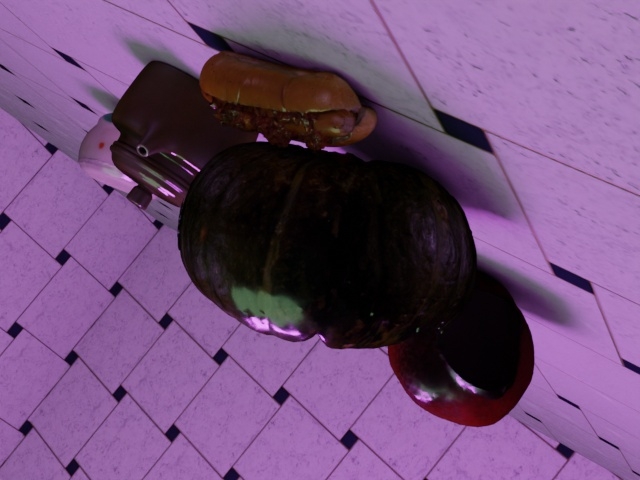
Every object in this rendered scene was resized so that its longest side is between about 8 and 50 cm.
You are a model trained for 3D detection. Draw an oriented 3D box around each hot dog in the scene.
[{"bbox_3d":[-0.045,-0.133,1.034,0.102,0.076,0.249,34,172,-42],"label":"hot dog"}]

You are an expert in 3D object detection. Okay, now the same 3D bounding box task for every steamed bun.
[{"bbox_3d":[-0.359,-0.161,1.940,0.177,0.130,0.228,22,172,-4],"label":"steamed bun"}]

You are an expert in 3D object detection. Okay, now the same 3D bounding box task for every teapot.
[{"bbox_3d":[-0.202,-0.120,1.404,0.185,0.175,0.267,34,173,6],"label":"teapot"}]

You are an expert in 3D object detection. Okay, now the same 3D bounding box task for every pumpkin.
[{"bbox_3d":[0.000,0.000,1.093,0.320,0.192,0.320,8,-171,-1],"label":"pumpkin"}]

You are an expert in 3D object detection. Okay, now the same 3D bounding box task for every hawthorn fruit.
[{"bbox_3d":[0.199,0.151,1.425,0.215,0.215,0.249,27,170,33],"label":"hawthorn fruit"}]
